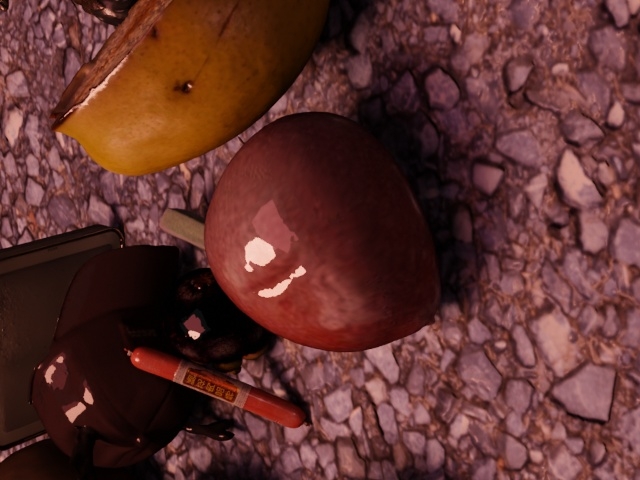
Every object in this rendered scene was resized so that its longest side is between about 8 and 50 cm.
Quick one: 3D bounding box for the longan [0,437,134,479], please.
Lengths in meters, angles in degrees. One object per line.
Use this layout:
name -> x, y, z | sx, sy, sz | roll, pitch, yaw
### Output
longan -> -0.379, 0.422, 2.045 | 0.243, 0.300, 0.300 | 5, 104, 39

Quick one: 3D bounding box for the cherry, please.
cherry -> 0.000, 0.000, 1.586 | 0.307, 0.221, 0.261 | 43, 139, 13

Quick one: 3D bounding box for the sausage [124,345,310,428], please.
sausage -> -0.129, 0.184, 1.810 | 0.253, 0.034, 0.034 | 21, 123, -2

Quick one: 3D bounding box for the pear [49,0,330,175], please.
pear -> -0.113, -0.224, 1.593 | 0.386, 0.191, 0.340 | -52, 16, 7

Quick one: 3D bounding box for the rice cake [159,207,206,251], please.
rice cake -> -0.107, 0.014, 1.807 | 0.221, 0.080, 0.042 | 26, 92, 40

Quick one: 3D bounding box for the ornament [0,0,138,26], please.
ornament -> -0.367, -0.316, 1.876 | 0.202, 0.236, 0.080 | 39, 132, 35

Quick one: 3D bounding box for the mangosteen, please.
mangosteen -> -0.128, 0.110, 1.823 | 0.137, 0.137, 0.151 | 18, 137, 43

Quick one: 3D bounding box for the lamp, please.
lamp -> -0.370, 0.129, 1.973 | 0.047, 0.269, 0.267 | 7, 106, 38

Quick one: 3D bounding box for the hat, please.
hat -> -0.234, 0.181, 1.879 | 0.209, 0.238, 0.336 | 39, 116, 37
